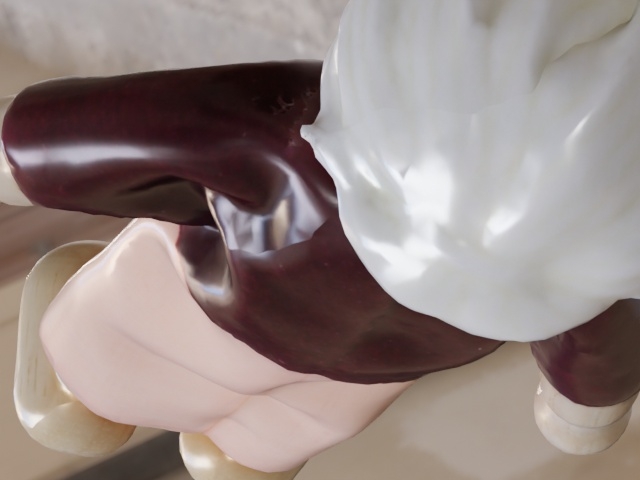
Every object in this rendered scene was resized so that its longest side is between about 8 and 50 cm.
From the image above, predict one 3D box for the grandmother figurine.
[{"bbox_3d":[0.000,0.000,0.503,0.342,0.207,0.104,147,131,-64],"label":"grandmother figurine"}]
